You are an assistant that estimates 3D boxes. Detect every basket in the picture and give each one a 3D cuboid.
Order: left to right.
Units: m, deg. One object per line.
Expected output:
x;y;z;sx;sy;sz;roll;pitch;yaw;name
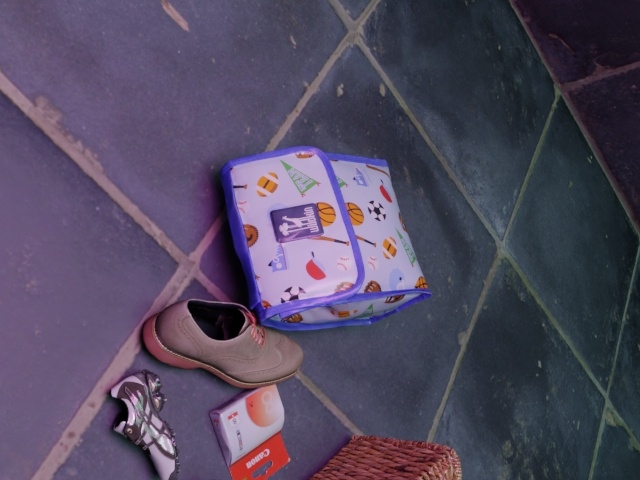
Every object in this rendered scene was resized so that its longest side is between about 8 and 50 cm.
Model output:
0.135;0.541;1.374;0.223;0.299;0.214;-29;103;-44;basket

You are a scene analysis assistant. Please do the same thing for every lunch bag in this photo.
0.000;0.000;1.369;0.385;0.239;0.328;2;63;-42;lunch bag

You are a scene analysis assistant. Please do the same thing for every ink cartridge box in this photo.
-0.124;0.381;1.333;0.145;0.045;0.179;-24;97;-44;ink cartridge box

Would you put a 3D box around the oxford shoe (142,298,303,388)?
-0.144;0.188;1.272;0.348;0.130;0.123;18;47;-43;oxford shoe

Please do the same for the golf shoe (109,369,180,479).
-0.298;0.322;1.162;0.093;0.077;0.198;-16;89;-31;golf shoe
